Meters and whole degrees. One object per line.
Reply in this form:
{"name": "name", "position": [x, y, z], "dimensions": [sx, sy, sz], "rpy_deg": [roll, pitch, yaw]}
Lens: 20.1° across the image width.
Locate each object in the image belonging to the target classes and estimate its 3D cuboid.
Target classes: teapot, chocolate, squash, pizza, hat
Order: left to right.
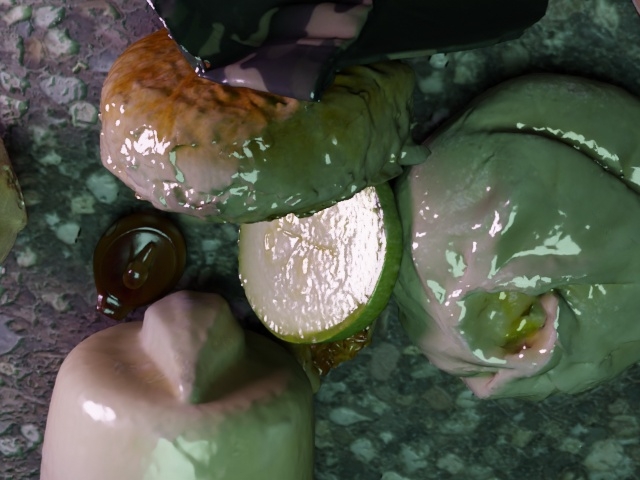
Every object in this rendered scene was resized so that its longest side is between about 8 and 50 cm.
{"name": "teapot", "position": [-0.201, 0.030, 1.971], "dimensions": [0.098, 0.078, 0.129], "rpy_deg": [31, 115, -14]}
{"name": "chocolate", "position": [-0.144, 0.227, 1.936], "dimensions": [0.314, 0.326, 0.297], "rpy_deg": [-14, 129, -37]}
{"name": "squash", "position": [-0.004, 0.000, 1.886], "dimensions": [0.041, 0.219, 0.219], "rpy_deg": [1, 127, -43]}
{"name": "pizza", "position": [0.013, 0.056, 1.991], "dimensions": [0.134, 0.056, 0.271], "rpy_deg": [18, 116, -8]}
{"name": "hat", "position": [0.018, -0.299, 1.721], "dimensions": [0.257, 0.382, 0.366], "rpy_deg": [-7, 85, 46]}

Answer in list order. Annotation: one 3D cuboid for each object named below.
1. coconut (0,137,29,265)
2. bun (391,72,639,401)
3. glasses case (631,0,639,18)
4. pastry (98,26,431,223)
{"name": "coconut", "position": [-0.396, -0.037, 1.887], "dimensions": [0.194, 0.194, 0.194], "rpy_deg": [1, 118, 1]}
{"name": "bun", "position": [0.237, 0.014, 1.872], "dimensions": [0.365, 0.219, 0.365], "rpy_deg": [-1, 120, -2]}
{"name": "glasses case", "position": [0.372, -0.236, 1.818], "dimensions": [0.103, 0.067, 0.266], "rpy_deg": [-27, 115, 13]}
{"name": "pastry", "position": [-0.065, -0.128, 1.759], "dimensions": [0.330, 0.329, 0.136], "rpy_deg": [-2, 119, 3]}
